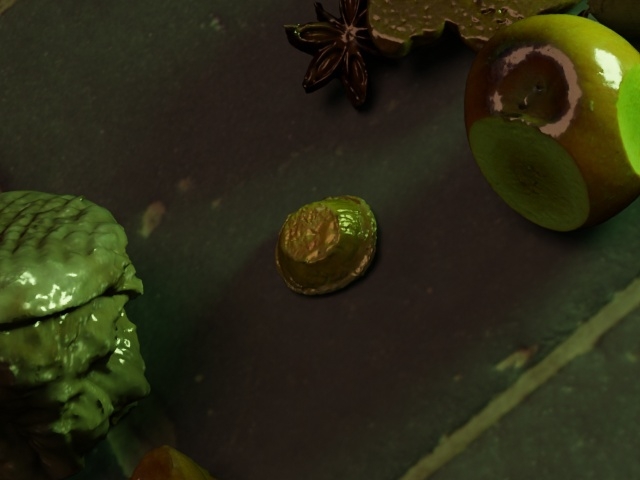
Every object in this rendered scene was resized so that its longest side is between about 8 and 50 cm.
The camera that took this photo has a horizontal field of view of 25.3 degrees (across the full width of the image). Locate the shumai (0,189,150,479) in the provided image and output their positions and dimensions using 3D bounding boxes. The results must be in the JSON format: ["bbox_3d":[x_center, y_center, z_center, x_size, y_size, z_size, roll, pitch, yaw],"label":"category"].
[{"bbox_3d":[-0.272,0.113,1.198,0.267,0.262,0.314,-12,15,-13],"label":"shumai"}]

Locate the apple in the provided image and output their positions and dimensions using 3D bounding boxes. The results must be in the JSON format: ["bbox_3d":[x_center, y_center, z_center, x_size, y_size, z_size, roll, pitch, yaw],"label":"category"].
[{"bbox_3d":[0.186,-0.097,1.123,0.146,0.147,0.163,4,69,32],"label":"apple"}]

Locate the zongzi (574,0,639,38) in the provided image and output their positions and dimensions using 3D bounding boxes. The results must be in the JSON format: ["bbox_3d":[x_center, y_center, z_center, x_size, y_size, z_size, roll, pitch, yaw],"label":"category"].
[{"bbox_3d":[0.300,-0.168,1.149,0.189,0.081,0.178,-27,64,22],"label":"zongzi"}]

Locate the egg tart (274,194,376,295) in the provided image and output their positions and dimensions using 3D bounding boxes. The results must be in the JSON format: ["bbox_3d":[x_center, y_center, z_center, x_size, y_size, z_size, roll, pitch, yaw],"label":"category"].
[{"bbox_3d":[0.000,0.000,1.247,0.105,0.039,0.105,-13,61,24],"label":"egg tart"}]

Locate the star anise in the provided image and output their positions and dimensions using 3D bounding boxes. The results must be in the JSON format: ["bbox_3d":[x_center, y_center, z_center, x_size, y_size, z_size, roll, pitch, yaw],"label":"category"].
[{"bbox_3d":[0.040,-0.211,1.324,0.097,0.070,0.191,31,80,10],"label":"star anise"}]

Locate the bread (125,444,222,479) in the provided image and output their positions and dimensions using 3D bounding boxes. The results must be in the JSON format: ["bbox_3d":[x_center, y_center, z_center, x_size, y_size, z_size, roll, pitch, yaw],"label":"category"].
[{"bbox_3d":[-0.076,0.336,1.069,0.185,0.109,0.380,-47,49,10],"label":"bread"}]

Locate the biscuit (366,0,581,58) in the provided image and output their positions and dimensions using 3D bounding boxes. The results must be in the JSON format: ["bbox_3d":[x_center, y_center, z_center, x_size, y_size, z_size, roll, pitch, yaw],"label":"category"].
[{"bbox_3d":[0.154,-0.268,1.282,0.290,0.041,0.208,-43,65,-7],"label":"biscuit"}]
